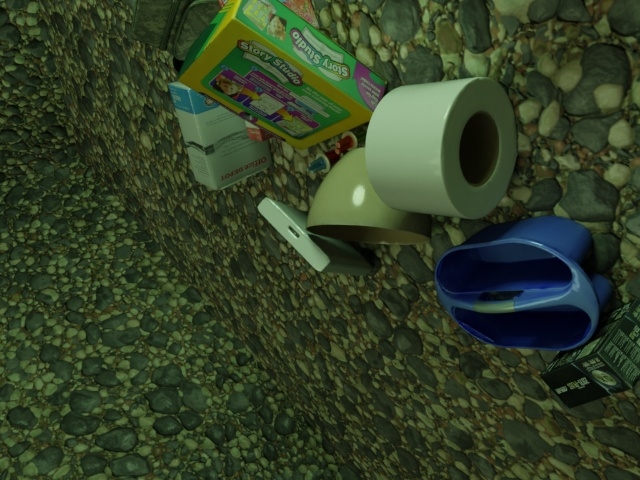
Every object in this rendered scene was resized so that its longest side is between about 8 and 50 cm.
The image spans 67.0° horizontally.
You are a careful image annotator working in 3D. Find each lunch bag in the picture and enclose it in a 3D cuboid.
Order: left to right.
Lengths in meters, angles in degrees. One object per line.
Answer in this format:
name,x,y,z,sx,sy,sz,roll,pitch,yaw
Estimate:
lunch bag,-0.339,-0.627,1.273,0.305,0.256,0.212,-29,50,58

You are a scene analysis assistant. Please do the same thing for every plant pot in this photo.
plant pot,0.118,-0.103,1.111,0.284,0.284,0.190,-2,79,53

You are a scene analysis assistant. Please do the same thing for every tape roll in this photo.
tape roll,0.224,-0.168,0.894,0.169,0.246,0.246,12,126,47

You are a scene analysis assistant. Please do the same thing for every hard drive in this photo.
hard drive,0.000,0.000,1.293,0.233,0.353,0.047,44,101,20

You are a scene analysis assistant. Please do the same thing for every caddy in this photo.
caddy,0.387,0.094,0.961,0.341,0.179,0.241,-14,105,56

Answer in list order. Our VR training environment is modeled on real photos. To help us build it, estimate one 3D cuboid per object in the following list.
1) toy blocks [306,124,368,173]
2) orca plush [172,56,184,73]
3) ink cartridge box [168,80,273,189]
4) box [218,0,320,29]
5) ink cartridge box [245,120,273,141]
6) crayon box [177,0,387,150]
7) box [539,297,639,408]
toy blocks,0.041,-0.217,1.181,0.054,0.148,0.123,56,148,3
orca plush,-0.401,-0.523,1.547,0.287,0.102,0.151,46,146,17
ink cartridge box,-0.289,-0.338,1.443,0.129,0.223,0.307,26,136,41
box,-0.145,-0.592,1.110,0.142,0.154,0.299,-3,113,52
ink cartridge box,-0.157,-0.386,1.328,0.067,0.115,0.198,21,133,44
crayon box,-0.091,-0.362,1.091,0.363,0.106,0.313,25,160,-31
box,0.516,0.207,0.883,0.077,0.180,0.147,50,146,14
